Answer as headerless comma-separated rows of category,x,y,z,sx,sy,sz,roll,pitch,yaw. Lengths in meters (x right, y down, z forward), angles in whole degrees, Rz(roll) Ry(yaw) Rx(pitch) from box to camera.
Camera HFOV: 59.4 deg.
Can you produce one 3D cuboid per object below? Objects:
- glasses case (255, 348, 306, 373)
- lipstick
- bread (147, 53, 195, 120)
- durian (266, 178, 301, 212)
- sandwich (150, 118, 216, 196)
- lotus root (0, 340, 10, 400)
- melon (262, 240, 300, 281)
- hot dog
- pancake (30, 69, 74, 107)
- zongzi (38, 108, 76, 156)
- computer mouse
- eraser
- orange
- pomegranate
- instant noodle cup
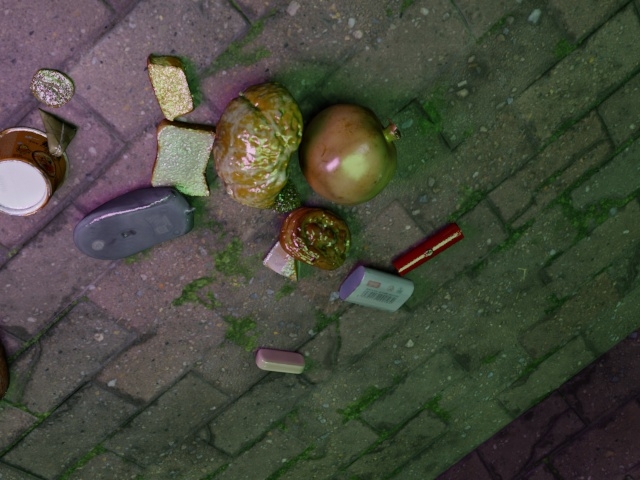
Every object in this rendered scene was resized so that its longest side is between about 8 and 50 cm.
glasses case,-0.152,0.464,2.156,0.196,0.083,0.050,13,114,-22
lipstick,0.401,0.034,2.084,0.279,0.073,0.073,-33,123,3
bread,-0.416,-0.428,1.566,0.103,0.065,0.187,-11,121,-4
durian,-0.148,-0.164,1.785,0.137,0.095,0.221,-27,117,-1
sandwich,-0.404,-0.245,1.672,0.186,0.065,0.215,8,116,-21
lotus root,-1.097,0.382,1.755,0.196,0.179,0.397,-7,120,-11
melon,-0.130,0.067,1.929,0.139,0.093,0.202,-7,114,-4
hot dog,0.000,0.000,1.886,0.272,0.122,0.196,23,74,-32
pancake,-0.720,-0.410,1.505,0.108,0.017,0.108,-7,118,-14
zongzi,-0.735,-0.293,1.521,0.113,0.104,0.052,36,132,-29
computer mouse,-0.554,-0.063,1.692,0.371,0.122,0.188,-16,137,-1
eraser,0.208,0.185,2.090,0.227,0.081,0.174,16,134,-27
orange,-0.190,-0.268,1.579,0.210,0.271,0.369,3,112,-39
pomegranate,0.094,-0.263,1.687,0.319,0.319,0.319,-8,121,-13
instant noodle cup,-0.809,-0.177,1.521,0.216,0.172,0.216,-8,123,-12
